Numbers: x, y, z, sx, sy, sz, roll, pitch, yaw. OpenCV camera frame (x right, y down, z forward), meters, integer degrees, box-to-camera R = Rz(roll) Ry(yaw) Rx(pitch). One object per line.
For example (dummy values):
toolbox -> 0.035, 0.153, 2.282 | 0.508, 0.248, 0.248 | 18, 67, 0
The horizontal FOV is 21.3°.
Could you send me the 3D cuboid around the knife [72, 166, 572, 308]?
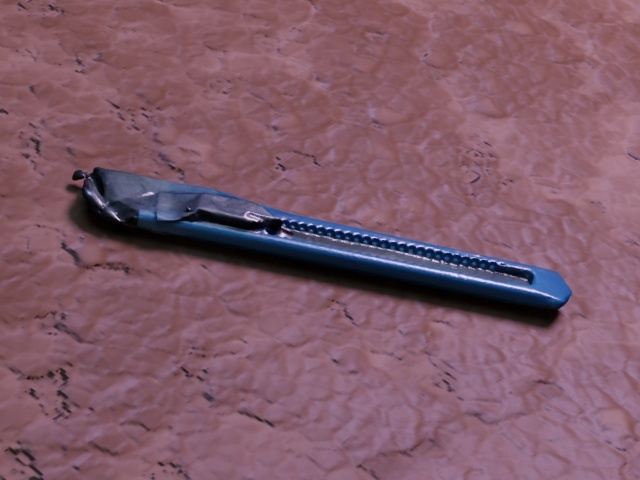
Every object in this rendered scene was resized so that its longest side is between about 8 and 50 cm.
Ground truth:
knife -> 0.000, -0.002, 0.980 | 0.296, 0.026, 0.044 | 11, 28, -2
